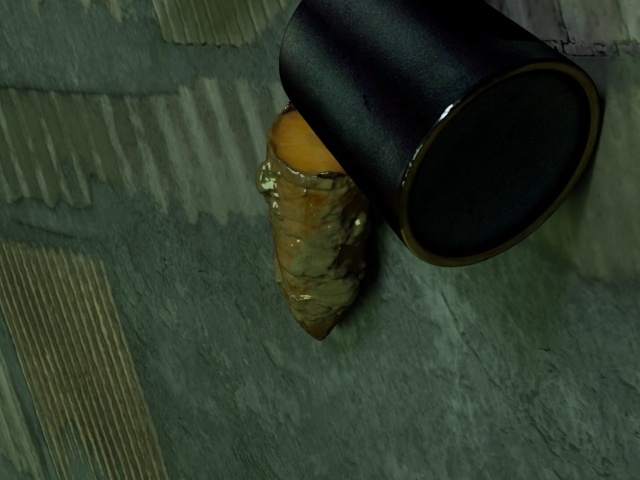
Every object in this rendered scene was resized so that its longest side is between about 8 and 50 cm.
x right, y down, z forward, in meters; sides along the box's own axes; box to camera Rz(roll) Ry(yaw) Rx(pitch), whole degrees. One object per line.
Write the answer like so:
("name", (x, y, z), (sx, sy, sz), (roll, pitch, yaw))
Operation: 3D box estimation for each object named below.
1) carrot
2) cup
("carrot", (0.000, 0.000, 1.554), (0.102, 0.102, 0.263), (46, 152, 31))
("cup", (0.100, -0.126, 1.265), (0.166, 0.239, 0.177), (34, -169, -50))
